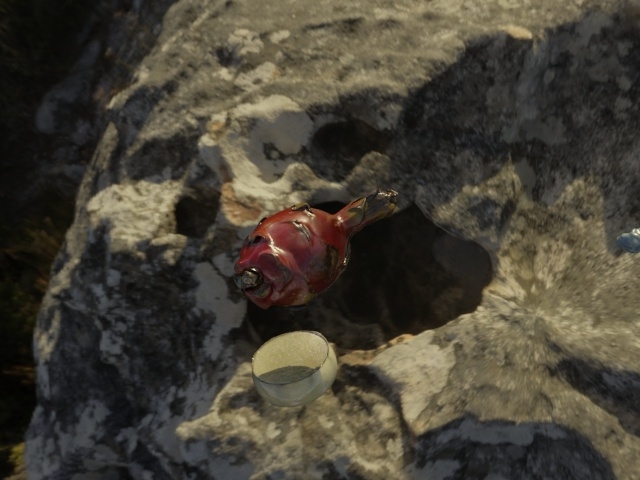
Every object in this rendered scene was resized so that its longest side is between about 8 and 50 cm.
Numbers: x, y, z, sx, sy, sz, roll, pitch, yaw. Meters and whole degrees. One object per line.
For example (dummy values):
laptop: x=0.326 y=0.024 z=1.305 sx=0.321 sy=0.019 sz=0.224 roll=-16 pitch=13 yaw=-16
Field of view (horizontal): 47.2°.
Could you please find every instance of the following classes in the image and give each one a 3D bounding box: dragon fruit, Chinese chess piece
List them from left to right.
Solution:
Chinese chess piece: x=-0.037 y=0.181 z=1.041 sx=0.122 sy=0.122 sz=0.051 roll=-7 pitch=121 yaw=16
dragon fruit: x=0.000 y=0.000 z=0.941 sx=0.246 sy=0.125 sz=0.125 roll=-35 pitch=109 yaw=-10

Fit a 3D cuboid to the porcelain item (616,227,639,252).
porcelain item: x=0.349 y=-0.013 z=0.767 sx=0.083 sy=0.036 sz=0.028 roll=-37 pitch=65 yaw=27
